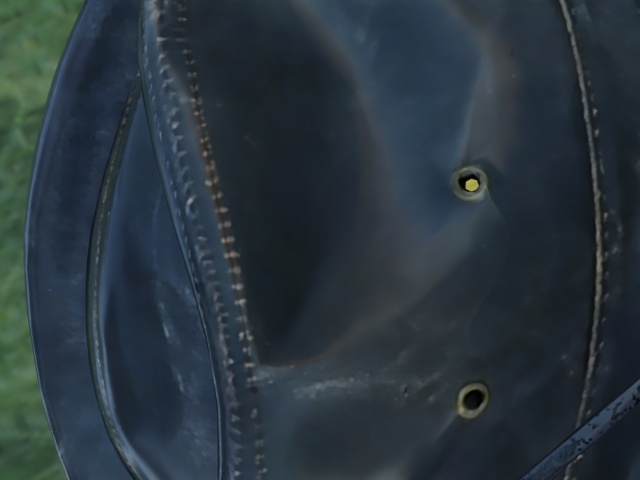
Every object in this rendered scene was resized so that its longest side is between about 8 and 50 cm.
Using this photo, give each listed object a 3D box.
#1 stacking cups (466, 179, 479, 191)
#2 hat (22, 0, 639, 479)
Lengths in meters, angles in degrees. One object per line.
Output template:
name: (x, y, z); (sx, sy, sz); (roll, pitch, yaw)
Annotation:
stacking cups: (0.035, -0.020, 0.694); (0.096, 0.096, 0.316); (66, 172, -10)
hat: (0.000, 0.000, 0.455); (0.331, 0.134, 0.331); (-174, 90, -66)
